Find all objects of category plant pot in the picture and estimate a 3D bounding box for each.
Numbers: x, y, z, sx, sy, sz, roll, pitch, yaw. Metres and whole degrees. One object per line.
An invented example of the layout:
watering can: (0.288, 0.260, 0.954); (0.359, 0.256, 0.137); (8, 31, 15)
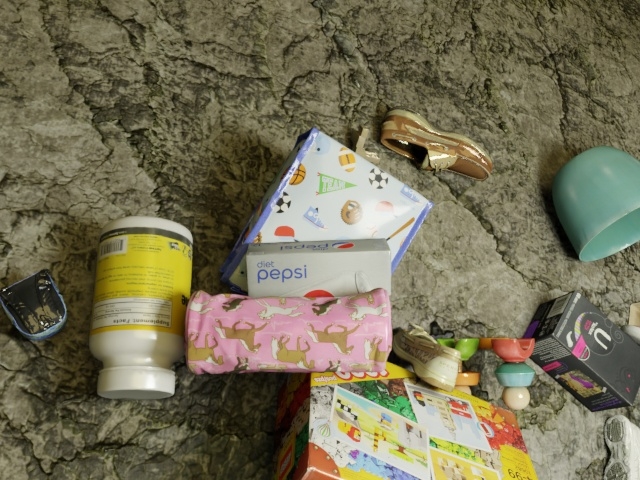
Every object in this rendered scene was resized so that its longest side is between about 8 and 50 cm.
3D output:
plant pot: (0.944, 0.238, 1.789); (0.096, 0.109, 0.109); (32, 60, -21)
plant pot: (0.791, -0.120, 1.776); (0.292, 0.293, 0.235); (-10, 60, -25)

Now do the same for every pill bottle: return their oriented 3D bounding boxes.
pill bottle: (-0.352, 0.136, 1.259); (0.187, 0.188, 0.334); (6, 68, -19)

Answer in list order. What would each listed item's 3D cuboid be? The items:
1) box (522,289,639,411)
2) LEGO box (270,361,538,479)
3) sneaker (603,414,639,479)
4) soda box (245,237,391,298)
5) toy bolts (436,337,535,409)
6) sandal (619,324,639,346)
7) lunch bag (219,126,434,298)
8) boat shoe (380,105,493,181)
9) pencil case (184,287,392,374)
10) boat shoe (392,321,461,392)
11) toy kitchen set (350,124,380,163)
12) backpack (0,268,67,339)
box: (0.677, 0.286, 1.635); (0.270, 0.143, 0.165); (41, 60, -3)
LEGO box: (0.163, 0.440, 1.239); (0.500, 0.193, 0.372); (23, 26, -12)
sneaker: (0.782, 0.563, 1.597); (0.115, 0.090, 0.232); (23, 63, -16)
soda box: (-0.004, 0.057, 1.278); (0.286, 0.091, 0.098); (-2, 106, -2)
toy bolts: (0.409, 0.309, 1.489); (0.218, 0.228, 0.159); (5, 80, -35)
sandal: (0.948, 0.313, 1.707); (0.416, 0.169, 0.102); (37, 82, -24)
lunch bag: (0.000, 0.000, 1.423); (0.327, 0.239, 0.386); (29, 86, -10)
boat shoe: (0.303, -0.236, 1.723); (0.323, 0.122, 0.120); (26, 67, -1)
pencil case: (-0.062, 0.167, 1.179); (0.385, 0.167, 0.160); (-1, 76, -2)
boat shoe: (0.238, 0.243, 1.404); (0.104, 0.285, 0.089); (23, 94, -15)
toy kitchen set: (0.123, -0.259, 1.683); (0.075, 0.083, 0.068); (10, 24, -18)
backpack: (-0.551, 0.134, 1.239); (0.105, 0.084, 0.114); (-29, 77, -28)
